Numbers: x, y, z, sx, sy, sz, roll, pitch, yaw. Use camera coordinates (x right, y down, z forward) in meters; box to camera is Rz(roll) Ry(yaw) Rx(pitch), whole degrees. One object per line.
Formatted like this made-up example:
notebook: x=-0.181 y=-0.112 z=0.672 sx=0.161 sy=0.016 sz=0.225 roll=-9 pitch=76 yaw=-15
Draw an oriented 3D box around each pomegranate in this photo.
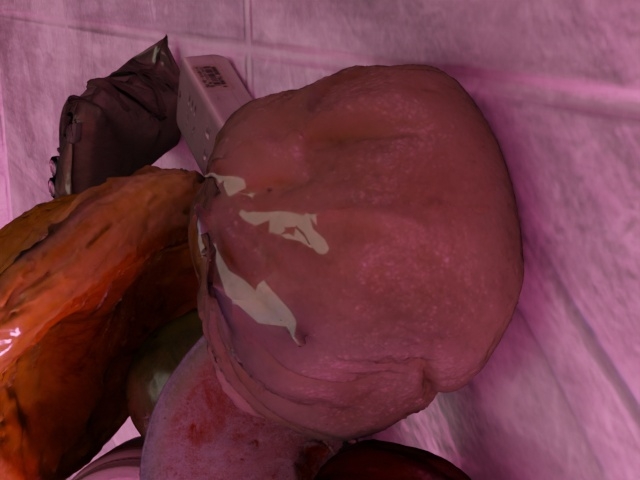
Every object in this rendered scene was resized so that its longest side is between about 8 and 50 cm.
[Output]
pomegranate: x=-0.099 y=0.177 z=1.087 sx=0.224 sy=0.181 sz=0.181 roll=60 pitch=151 yaw=15

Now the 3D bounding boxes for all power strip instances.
power strip: x=-0.084 y=-0.084 z=1.110 sx=0.338 sy=0.058 sz=0.098 roll=-122 pitch=34 yaw=-43

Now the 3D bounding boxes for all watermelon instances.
watermelon: x=-0.055 y=0.217 z=0.938 sx=0.175 sy=0.188 sz=0.322 roll=89 pitch=-179 yaw=-66

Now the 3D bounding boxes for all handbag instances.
handbag: x=-0.250 y=-0.147 z=1.310 sx=0.270 sy=0.117 sz=0.182 roll=-50 pitch=-28 yaw=-59

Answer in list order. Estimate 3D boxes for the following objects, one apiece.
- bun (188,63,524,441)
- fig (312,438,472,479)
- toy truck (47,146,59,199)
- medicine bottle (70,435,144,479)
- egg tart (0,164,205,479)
bun: x=0.006 y=0.010 z=0.748 sx=0.281 sy=0.205 sz=0.281 roll=31 pitch=125 yaw=59
fig: x=0.047 y=0.275 z=0.723 sx=0.224 sy=0.224 sz=0.263 roll=-26 pitch=79 yaw=65
toy truck: x=-0.405 y=-0.057 z=1.804 sx=0.125 sy=0.101 sz=0.242 roll=45 pitch=135 yaw=38
medicine bottle: x=-0.203 y=0.337 z=1.194 sx=0.371 sy=0.211 sz=0.211 roll=123 pitch=138 yaw=-81
egg tart: x=-0.283 y=0.083 z=1.182 sx=0.178 sy=0.443 sz=0.443 roll=33 pitch=135 yaw=17
